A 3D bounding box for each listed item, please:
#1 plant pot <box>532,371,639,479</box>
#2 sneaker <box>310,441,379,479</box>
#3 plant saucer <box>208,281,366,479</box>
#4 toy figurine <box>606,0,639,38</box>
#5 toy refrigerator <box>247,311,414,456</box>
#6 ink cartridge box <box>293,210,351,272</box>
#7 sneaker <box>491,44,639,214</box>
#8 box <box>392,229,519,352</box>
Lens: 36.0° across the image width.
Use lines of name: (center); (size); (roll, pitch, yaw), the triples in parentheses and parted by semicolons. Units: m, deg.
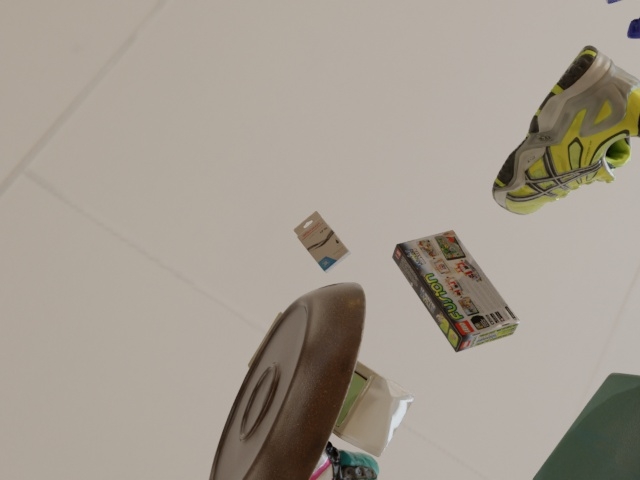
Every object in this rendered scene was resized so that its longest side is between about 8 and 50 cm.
plant pot: (0.273, 0.200, 0.655); (0.165, 0.234, 0.165); (-52, -49, -5)
sneaker: (-0.004, 0.296, 1.363); (0.178, 0.123, 0.296); (-5, -83, -39)
plant saucer: (-0.046, 0.176, 1.024); (0.050, 0.310, 0.311); (25, -117, -12)
toy figurine: (0.276, -0.297, 0.797); (0.191, 0.217, 0.363); (-14, -89, -62)
toy refrigerator: (0.006, 0.202, 1.434); (0.094, 0.269, 0.102); (34, -94, -36)
ink cartridge box: (0.000, 0.000, 1.434); (0.048, 0.028, 0.083); (-40, -102, 3)
sneaker: (0.367, -0.121, 1.458); (0.147, 0.385, 0.145); (36, -110, 10)
box: (0.214, 0.076, 1.574); (0.114, 0.036, 0.207); (-13, -128, -25)
